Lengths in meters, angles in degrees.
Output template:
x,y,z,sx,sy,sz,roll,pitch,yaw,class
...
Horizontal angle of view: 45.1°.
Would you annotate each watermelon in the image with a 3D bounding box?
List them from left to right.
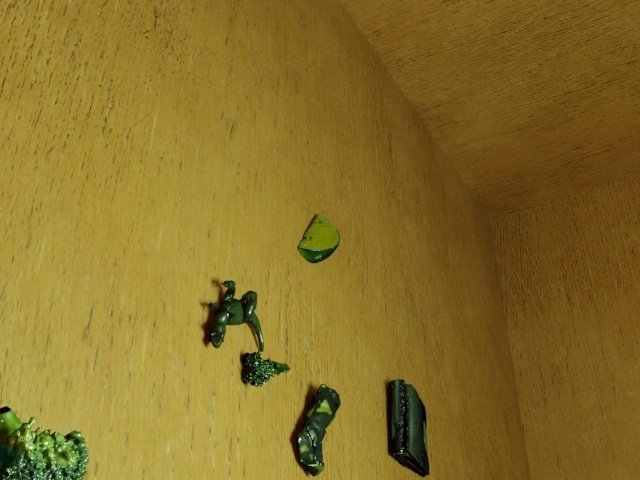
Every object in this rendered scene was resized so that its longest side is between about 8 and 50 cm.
x,y,z,sx,sy,sz,roll,pitch,yaw,class
0.010,0.000,2.061,0.092,0.075,0.181,60,28,-17,watermelon

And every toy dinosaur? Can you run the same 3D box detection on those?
x,y,z,sx,sy,sz,roll,pitch,yaw,class
-0.189,0.181,1.593,0.187,0.087,0.179,-33,141,-49,toy dinosaur

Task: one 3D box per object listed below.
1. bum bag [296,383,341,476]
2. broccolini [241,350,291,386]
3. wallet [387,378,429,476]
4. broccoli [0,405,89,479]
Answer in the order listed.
x,y,z,sx,sy,sz,roll,pitch,yaw,class
-0.003,0.421,1.767,0.233,0.060,0.107,-68,143,-52,bum bag
-0.101,0.271,1.663,0.201,0.058,0.074,7,75,-63,broccolini
0.266,0.550,2.248,0.262,0.071,0.221,52,30,-51,wallet
-0.392,0.282,0.988,0.160,0.167,0.154,53,-18,23,broccoli
